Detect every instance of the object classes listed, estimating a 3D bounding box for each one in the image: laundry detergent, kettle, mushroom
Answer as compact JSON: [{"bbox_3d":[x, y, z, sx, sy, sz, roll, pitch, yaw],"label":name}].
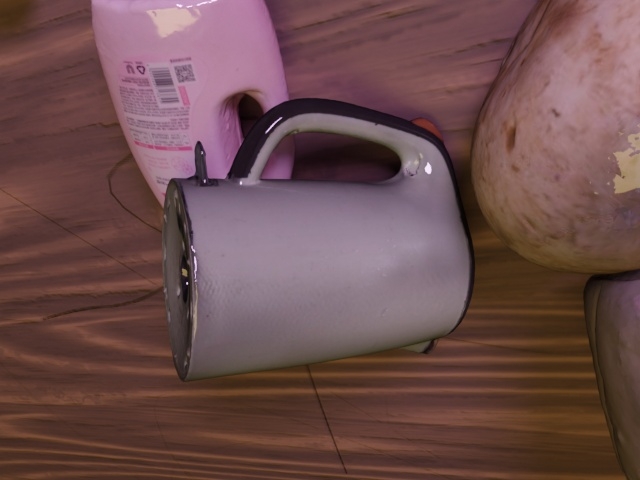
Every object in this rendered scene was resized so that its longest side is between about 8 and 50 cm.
[{"bbox_3d":[-0.099,-0.079,0.609,0.159,0.088,0.335,-1,132,10],"label":"laundry detergent"},{"bbox_3d":[0.000,0.000,0.551,0.255,0.165,0.240,-2,106,-19],"label":"kettle"},{"bbox_3d":[0.214,-0.068,0.428,0.195,0.189,0.254,28,138,-1],"label":"mushroom"}]

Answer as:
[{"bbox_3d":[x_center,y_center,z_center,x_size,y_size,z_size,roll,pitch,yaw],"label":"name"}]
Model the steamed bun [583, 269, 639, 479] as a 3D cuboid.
[{"bbox_3d":[0.349,0.086,0.404,0.383,0.236,0.247,-20,88,50],"label":"steamed bun"}]
